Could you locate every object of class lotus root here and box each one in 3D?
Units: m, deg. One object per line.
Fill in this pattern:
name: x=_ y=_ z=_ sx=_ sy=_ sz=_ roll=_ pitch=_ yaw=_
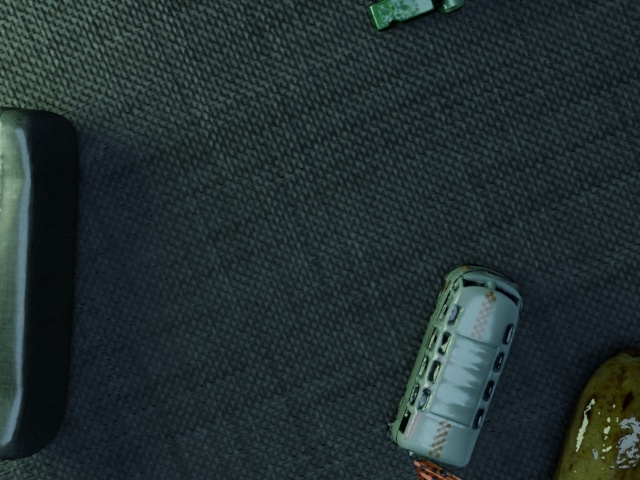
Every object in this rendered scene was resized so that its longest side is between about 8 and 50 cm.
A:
lotus root: x=0.278 y=0.228 z=1.210 sx=0.110 sy=0.097 sz=0.258 roll=13 pitch=97 yaw=-3

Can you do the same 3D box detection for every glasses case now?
glasses case: x=-0.282 y=0.038 z=1.190 sx=0.074 sy=0.131 sz=0.323 roll=4 pitch=93 yaw=6

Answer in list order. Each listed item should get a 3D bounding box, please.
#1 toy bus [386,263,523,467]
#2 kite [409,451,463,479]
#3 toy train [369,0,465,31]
toy bus: x=0.133 y=0.119 z=1.208 sx=0.087 sy=0.089 sz=0.193 roll=20 pitch=92 yaw=0
kite: x=0.170 y=0.303 z=1.257 sx=0.125 sy=0.008 sz=0.222 roll=-11 pitch=93 yaw=1
toy train: x=0.075 y=-0.291 z=1.198 sx=0.105 sy=0.071 sz=0.178 roll=-20 pitch=94 yaw=13
